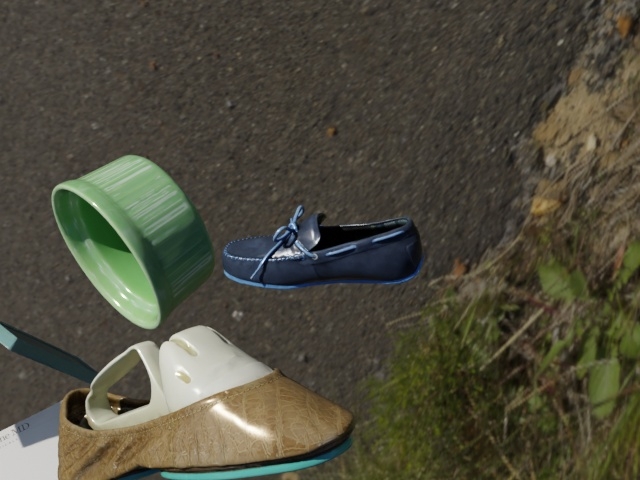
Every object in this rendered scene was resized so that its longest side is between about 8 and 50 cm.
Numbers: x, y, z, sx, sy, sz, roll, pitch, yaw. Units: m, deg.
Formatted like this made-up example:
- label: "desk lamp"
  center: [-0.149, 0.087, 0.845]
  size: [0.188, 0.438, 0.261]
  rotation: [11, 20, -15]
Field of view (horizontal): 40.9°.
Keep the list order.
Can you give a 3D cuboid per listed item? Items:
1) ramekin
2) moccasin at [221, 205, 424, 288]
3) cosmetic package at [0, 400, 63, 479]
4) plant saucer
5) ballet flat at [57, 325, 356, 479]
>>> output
- label: "ramekin"
  center: [-0.328, -0.005, 1.539]
  size: [0.303, 0.148, 0.303]
  rotation: [35, 147, 28]
- label: "moccasin"
  center: [0.000, 0.000, 1.448]
  size: [0.342, 0.137, 0.116]
  rotation: [-4, 122, 6]
- label: "cosmetic package"
  center: [-0.425, 0.469, 1.392]
  size: [0.365, 0.197, 0.155]
  rotation: [50, 158, 36]
- label: "plant saucer"
  center: [-0.338, 0.139, 1.062]
  size: [0.067, 0.192, 0.018]
  rotation: [28, 80, 29]
- label: "ballet flat"
  center: [-0.122, 0.142, 0.729]
  size: [0.342, 0.116, 0.124]
  rotation: [-20, 85, 42]
